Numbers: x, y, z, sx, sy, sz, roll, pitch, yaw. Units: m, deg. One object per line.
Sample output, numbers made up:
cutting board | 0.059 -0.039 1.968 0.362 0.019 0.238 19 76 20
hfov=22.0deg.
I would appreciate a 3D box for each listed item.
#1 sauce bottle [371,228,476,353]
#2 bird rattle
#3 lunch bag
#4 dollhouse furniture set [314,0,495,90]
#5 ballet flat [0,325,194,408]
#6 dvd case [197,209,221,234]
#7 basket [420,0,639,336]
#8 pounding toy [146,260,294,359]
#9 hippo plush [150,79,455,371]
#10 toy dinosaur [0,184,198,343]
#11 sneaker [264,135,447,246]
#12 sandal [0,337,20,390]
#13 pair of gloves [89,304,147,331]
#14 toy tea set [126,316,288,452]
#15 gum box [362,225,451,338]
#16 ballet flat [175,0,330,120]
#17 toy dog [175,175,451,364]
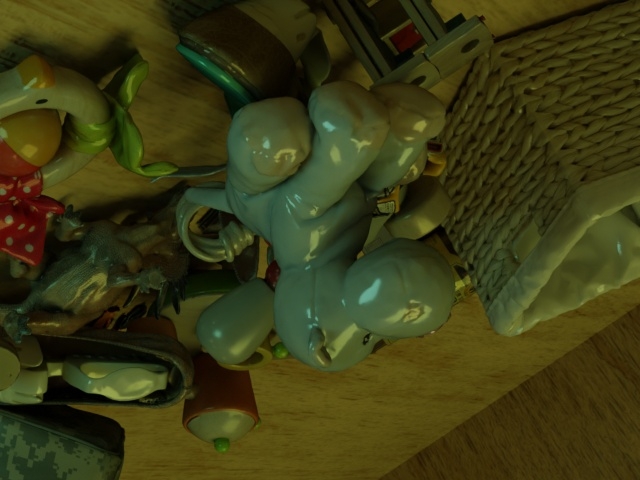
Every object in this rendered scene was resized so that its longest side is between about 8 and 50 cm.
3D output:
sauce bottle | 0.187 0.040 2.444 0.344 0.111 0.111 -32 161 4
bird rattle | -0.268 -0.092 1.505 0.253 0.143 0.207 -23 152 18
lunch bag | -0.363 0.322 1.954 0.212 0.256 0.305 17 178 -7
dollhouse furniture set | 0.100 -0.205 1.674 0.129 0.129 0.184 -33 160 7
ballet flat | -0.291 0.141 1.856 0.316 0.106 0.107 2 108 -17
dvd case | -0.027 -0.081 1.967 0.164 0.018 0.221 -5 149 -50
basket | 0.337 -0.099 2.081 0.331 0.266 0.328 -22 159 -26
pounding toy | -0.118 0.075 2.077 0.183 0.110 0.237 -15 149 17
hippo plush | 0.000 0.000 1.544 0.294 0.236 0.234 -17 167 11
toy dinosaur | -0.255 0.047 1.808 0.296 0.127 0.200 -25 168 1
sneaker | 0.036 -0.060 1.730 0.225 0.092 0.088 -34 162 -14
sandal | -0.428 0.090 1.707 0.240 0.079 0.088 23 106 -30
pair of gloves | -0.262 0.106 2.099 0.074 0.010 0.083 -43 158 31
toy tea set | -0.210 0.182 2.011 0.336 0.124 0.200 0 150 -9
gum box | 0.103 0.034 2.184 0.062 0.188 0.107 -31 160 1
ballet flat | -0.048 -0.169 1.605 0.124 0.116 0.342 -50 161 -4
toy dog | -0.022 -0.013 1.869 0.334 0.220 0.161 -24 -163 -18
